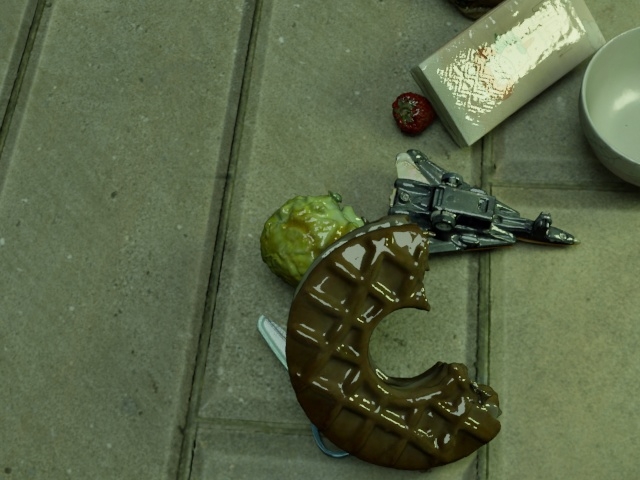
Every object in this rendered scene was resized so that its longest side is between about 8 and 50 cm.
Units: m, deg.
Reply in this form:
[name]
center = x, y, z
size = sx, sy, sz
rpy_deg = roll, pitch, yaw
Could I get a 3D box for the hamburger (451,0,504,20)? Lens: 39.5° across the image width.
[hamburger]
center = 0.333, -0.531, 1.640
size = 0.286, 0.146, 0.243
rpy_deg = 5, 72, 7

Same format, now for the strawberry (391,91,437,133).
[strawberry]
center = 0.167, -0.223, 1.555
size = 0.083, 0.073, 0.073
rpy_deg = -12, 57, -40

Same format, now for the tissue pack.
[tissue pack]
center = 0.326, -0.317, 1.534
size = 0.325, 0.071, 0.170
rpy_deg = -36, 101, -11

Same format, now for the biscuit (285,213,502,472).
[biscuit]
center = 0.089, 0.167, 1.269
size = 0.268, 0.115, 0.366
rpy_deg = -24, 96, 0

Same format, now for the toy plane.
[toy plane]
center = 0.261, -0.036, 1.426
size = 0.316, 0.103, 0.204
rpy_deg = 10, 65, 11

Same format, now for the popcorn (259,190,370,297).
[popcorn]
center = 0.000, 0.000, 1.407
size = 0.198, 0.198, 0.212
rpy_deg = 17, 34, 14

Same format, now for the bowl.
[bowl]
center = 0.560, -0.197, 1.448
size = 0.287, 0.144, 0.287
rpy_deg = -3, 64, 6

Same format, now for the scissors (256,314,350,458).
[scissors]
center = -0.013, 0.213, 1.378
size = 0.125, 0.030, 0.256
rpy_deg = -40, 70, -12
